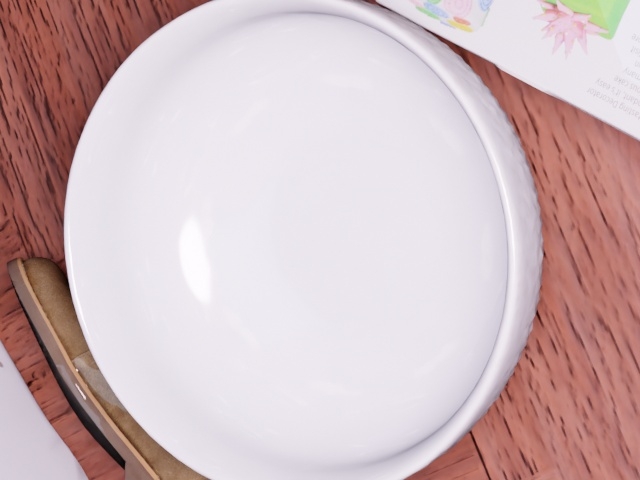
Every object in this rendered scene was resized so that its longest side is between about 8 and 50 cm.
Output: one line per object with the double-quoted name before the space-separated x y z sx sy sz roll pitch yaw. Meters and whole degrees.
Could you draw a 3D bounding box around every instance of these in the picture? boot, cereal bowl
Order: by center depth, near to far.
"cereal bowl" 0.000 0.000 1.224 0.339 0.141 0.339 2 96 25
"boot" -0.127 0.114 1.342 0.115 0.112 0.305 -36 67 -8

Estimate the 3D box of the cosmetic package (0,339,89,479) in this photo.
"cosmetic package" -0.393 0.297 1.334 0.394 0.327 0.329 -40 72 21

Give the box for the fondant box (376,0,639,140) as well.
"fondant box" 0.215 -0.247 1.147 0.238 0.096 0.330 31 103 24
